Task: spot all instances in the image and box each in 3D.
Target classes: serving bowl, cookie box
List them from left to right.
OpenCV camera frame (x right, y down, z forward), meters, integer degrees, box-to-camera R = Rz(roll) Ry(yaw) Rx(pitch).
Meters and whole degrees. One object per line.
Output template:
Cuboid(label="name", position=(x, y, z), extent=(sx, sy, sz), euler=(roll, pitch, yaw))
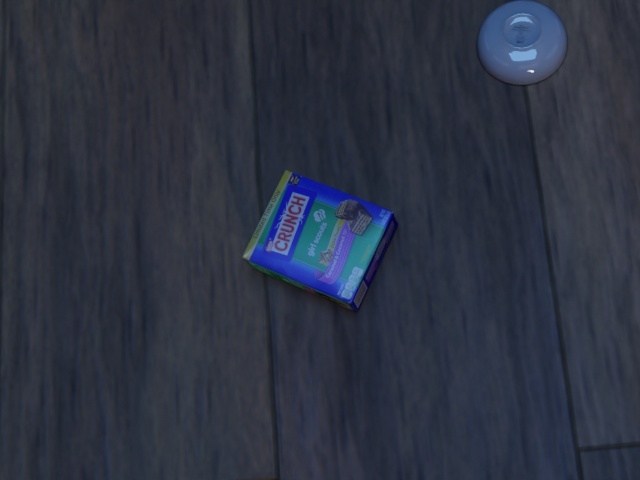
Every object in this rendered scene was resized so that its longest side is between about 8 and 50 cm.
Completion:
Cuboid(label="cookie box", position=(0.000, 0.000, 1.037), extent=(0.107, 0.040, 0.091), euler=(22, 78, 16))
Cuboid(label="serving bowl", position=(0.183, -0.184, 1.074), extent=(0.083, 0.027, 0.083), euler=(-3, 73, 9))
